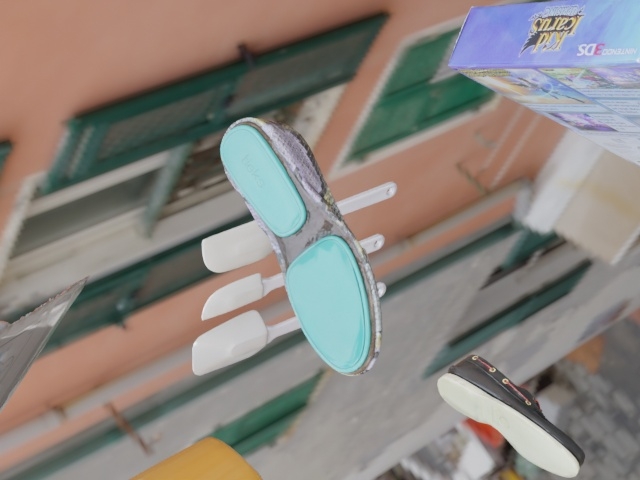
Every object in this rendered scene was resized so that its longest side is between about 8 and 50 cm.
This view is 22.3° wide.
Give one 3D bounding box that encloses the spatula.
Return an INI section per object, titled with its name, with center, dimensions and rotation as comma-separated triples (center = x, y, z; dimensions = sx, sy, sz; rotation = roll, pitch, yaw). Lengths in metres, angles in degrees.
[spatula]
center = -0.024, 0.033, 1.605
dimensions = 0.019, 0.242, 0.168
rotation = 33, 131, 40

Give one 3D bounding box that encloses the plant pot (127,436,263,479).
[plant pot]
center = -0.128, 0.278, 1.420
dimensions = 0.205, 0.188, 0.205
rotation = 42, 159, 20

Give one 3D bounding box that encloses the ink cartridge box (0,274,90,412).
[ink cartridge box]
center = -0.159, 0.090, 0.425
dimensions = 0.066, 0.232, 0.189
rotation = 34, 103, -4

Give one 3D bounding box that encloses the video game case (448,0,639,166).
[video game case]
center = 0.272, -0.116, 1.295
dimensions = 0.269, 0.244, 0.061
rotation = 12, 80, 63

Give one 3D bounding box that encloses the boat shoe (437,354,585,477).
[boat shoe]
center = 0.155, 0.135, 1.274
dimensions = 0.133, 0.042, 0.049
rotation = 34, 146, 27

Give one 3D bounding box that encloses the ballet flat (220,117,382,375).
[ballet flat]
center = 0.000, 0.000, 0.656
dimensions = 0.041, 0.041, 0.114
rotation = -40, 73, 46
